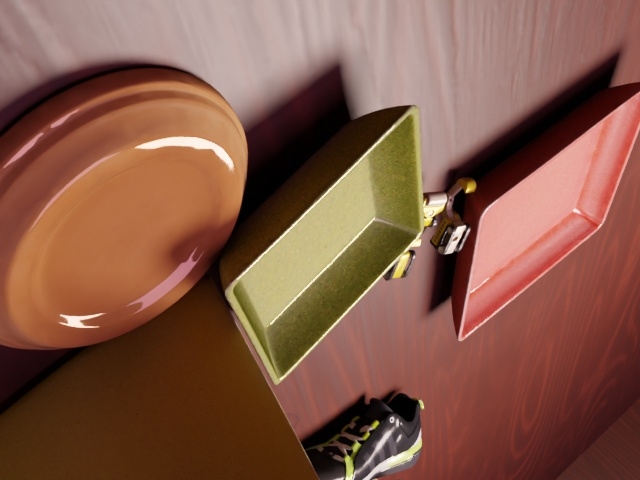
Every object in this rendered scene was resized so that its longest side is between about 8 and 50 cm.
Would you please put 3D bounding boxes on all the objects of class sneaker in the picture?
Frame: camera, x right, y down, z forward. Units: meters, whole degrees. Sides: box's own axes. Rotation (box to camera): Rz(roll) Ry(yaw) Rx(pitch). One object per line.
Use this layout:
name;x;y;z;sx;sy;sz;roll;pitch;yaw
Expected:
sneaker;0.045;0.234;1.045;0.235;0.084;0.097;-7;110;-52

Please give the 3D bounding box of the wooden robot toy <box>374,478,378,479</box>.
wooden robot toy;0.040;0.369;1.187;0.076;0.079;0.173;-52;151;11

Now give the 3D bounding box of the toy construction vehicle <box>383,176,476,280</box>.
toy construction vehicle;0.099;-0.014;0.819;0.086;0.035;0.098;-10;134;-33

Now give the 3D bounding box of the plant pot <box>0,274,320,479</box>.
plant pot;-0.120;0.189;0.615;0.187;0.212;0.212;-20;145;-18

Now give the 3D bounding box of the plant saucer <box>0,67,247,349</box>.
plant saucer;-0.119;-0.007;0.514;0.200;0.037;0.200;-34;150;-23

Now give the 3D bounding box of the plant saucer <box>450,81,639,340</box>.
plant saucer;0.239;-0.036;0.961;0.258;0.048;0.259;-35;150;-20

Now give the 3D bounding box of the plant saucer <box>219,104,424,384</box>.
plant saucer;0.000;0.000;0.661;0.188;0.045;0.188;-45;155;-15

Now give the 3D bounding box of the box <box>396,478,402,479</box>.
box;0.007;0.387;1.086;0.231;0.056;0.183;-17;143;-3
